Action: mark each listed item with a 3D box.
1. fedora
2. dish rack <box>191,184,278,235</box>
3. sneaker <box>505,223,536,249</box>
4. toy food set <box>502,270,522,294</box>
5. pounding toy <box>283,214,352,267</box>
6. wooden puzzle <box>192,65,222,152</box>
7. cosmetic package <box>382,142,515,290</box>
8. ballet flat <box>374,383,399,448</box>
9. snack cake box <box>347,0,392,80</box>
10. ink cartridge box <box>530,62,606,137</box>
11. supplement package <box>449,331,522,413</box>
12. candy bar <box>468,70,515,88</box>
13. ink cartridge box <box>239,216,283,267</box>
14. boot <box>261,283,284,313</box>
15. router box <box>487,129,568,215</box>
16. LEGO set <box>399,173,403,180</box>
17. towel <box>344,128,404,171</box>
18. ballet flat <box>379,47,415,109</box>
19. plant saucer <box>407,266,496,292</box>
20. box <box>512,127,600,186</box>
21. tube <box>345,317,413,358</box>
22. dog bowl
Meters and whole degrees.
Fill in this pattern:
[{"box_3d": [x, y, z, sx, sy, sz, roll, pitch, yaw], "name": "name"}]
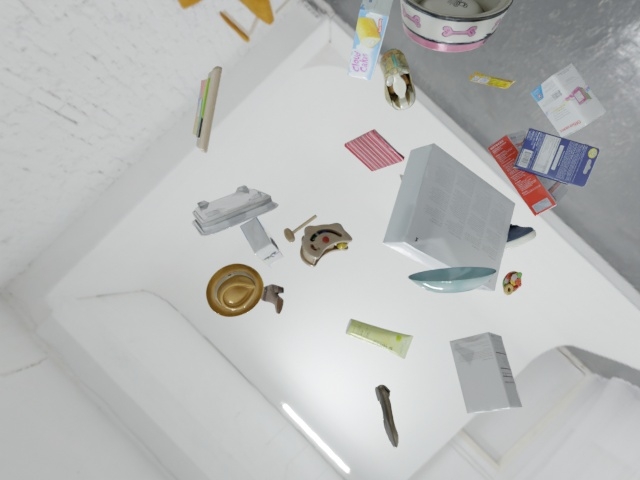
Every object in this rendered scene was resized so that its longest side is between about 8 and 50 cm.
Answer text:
[{"box_3d": [-0.273, 0.170, 1.378, 0.194, 0.194, 0.079, 45, 170, -22], "name": "fedora"}, {"box_3d": [-0.323, -0.122, 1.513, 0.333, 0.286, 0.072, 29, 139, 63], "name": "dish rack"}, {"box_3d": [0.543, -0.049, 1.436, 0.350, 0.131, 0.148, -3, 105, 50], "name": "sneaker"}, {"box_3d": [0.660, 0.144, 1.453, 0.020, 0.083, 0.082, -145, 40, -68], "name": "toy food set"}, {"box_3d": [0.000, 0.000, 1.668, 0.154, 0.270, 0.154, 111, 146, -53], "name": "pounding toy"}, {"box_3d": [-0.322, -0.364, 1.175, 0.044, 0.220, 0.239, 9, -168, -20], "name": "wooden puzzle"}, {"box_3d": [0.374, -0.052, 1.186, 0.377, 0.284, 0.097, 26, 163, -28], "name": "cosmetic package"}, {"box_3d": [0.281, 0.709, 1.712, 0.084, 0.058, 0.249, 136, 121, -70], "name": "ballet flat"}, {"box_3d": [0.160, -0.661, 1.333, 0.089, 0.152, 0.264, 14, 159, 1], "name": "snack cake box"}, {"box_3d": [0.512, -0.287, 0.876, 0.122, 0.052, 0.088, 58, 178, 2], "name": "ink cartridge box"}, {"box_3d": [0.678, 0.548, 1.738, 0.175, 0.178, 0.292, 24, -129, -48], "name": "supplement package"}, {"box_3d": [0.547, -0.509, 1.344, 0.162, 0.018, 0.040, 4, 164, -19], "name": "candy bar"}, {"box_3d": [-0.175, 0.011, 1.316, 0.104, 0.062, 0.181, 58, 178, 21], "name": "ink cartridge box"}, {"box_3d": [-0.182, 0.218, 1.570, 0.042, 0.087, 0.118, 54, -143, -51], "name": "boot"}, {"box_3d": [0.798, -0.268, 1.604, 0.335, 0.082, 0.301, -23, -102, -51], "name": "router box"}, {"box_3d": [0.448, -0.267, 1.730, 0.244, 0.183, 0.060, -4, -101, -52], "name": "LEGO set"}, {"box_3d": [0.237, -0.401, 1.895, 0.199, 0.031, 0.275, 38, 165, -19], "name": "towel"}, {"box_3d": [0.301, -0.568, 1.593, 0.123, 0.123, 0.348, 45, -178, 26], "name": "ballet flat"}, {"box_3d": [0.300, 0.092, 0.964, 0.195, 0.195, 0.037, -134, 36, -87], "name": "plant saucer"}, {"box_3d": [0.768, -0.268, 1.380, 0.225, 0.136, 0.036, 21, -173, 12], "name": "box"}, {"box_3d": [0.212, 0.349, 1.533, 0.240, 0.070, 0.062, 21, -135, -3], "name": "tube"}, {"box_3d": [0.491, -0.869, 1.588, 0.408, 0.408, 0.150, 45, 156, 27], "name": "dog bowl"}]
